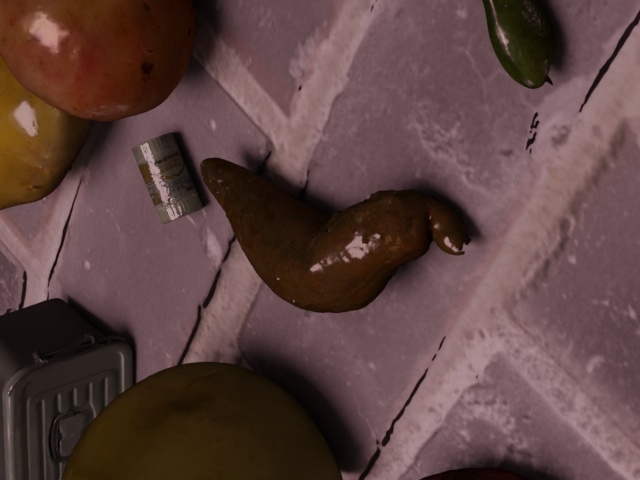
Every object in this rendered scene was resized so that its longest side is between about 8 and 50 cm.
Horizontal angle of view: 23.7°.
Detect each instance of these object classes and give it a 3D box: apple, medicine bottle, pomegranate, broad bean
[{"bbox_3d":[-0.121,0.271,1.517,0.292,0.254,0.292,27,126,43],"label":"apple"},{"bbox_3d":[-0.154,-0.063,1.537,0.047,0.047,0.083,-17,96,51],"label":"medicine bottle"},{"bbox_3d":[-0.211,-0.201,1.423,0.191,0.191,0.191,25,127,39],"label":"pomegranate"},{"bbox_3d":[0.126,-0.233,1.125,0.053,0.052,0.256,-161,53,-70],"label":"broad bean"}]

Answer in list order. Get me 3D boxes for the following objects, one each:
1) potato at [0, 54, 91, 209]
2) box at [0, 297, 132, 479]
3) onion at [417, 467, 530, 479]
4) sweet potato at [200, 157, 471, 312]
[{"bbox_3d":[-0.346,-0.120,1.652,0.300,0.140,0.173,-21,87,46],"label":"potato"},{"bbox_3d":[-0.320,0.191,1.785,0.135,0.163,0.243,40,137,40],"label":"box"},{"bbox_3d":[0.136,0.244,1.325,0.206,0.098,0.151,6,139,40],"label":"onion"},{"bbox_3d":[0.001,0.004,1.360,0.310,0.098,0.124,12,98,47],"label":"sweet potato"}]
